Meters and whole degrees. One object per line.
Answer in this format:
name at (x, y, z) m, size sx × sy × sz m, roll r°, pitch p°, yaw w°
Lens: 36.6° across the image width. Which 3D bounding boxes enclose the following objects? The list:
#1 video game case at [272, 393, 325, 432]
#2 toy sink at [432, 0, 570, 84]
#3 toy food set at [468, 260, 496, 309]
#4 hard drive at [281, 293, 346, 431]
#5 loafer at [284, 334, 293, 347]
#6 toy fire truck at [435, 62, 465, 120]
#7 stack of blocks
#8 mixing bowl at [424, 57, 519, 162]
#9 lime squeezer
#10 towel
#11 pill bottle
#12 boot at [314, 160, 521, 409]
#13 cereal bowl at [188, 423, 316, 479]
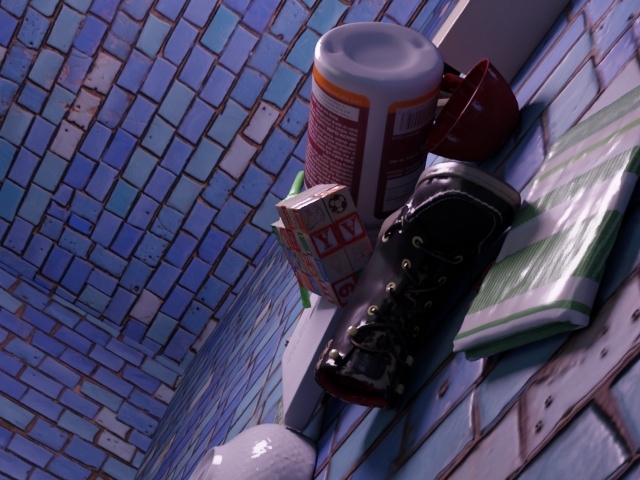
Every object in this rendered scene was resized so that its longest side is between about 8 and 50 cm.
video game case at (-0.040, 0.304, 1.816) m, size 0.193 × 0.023 × 0.212 m, roll -54°, pitch 8°, yaw 26°
toy sink at (0.333, -0.412, 1.784) m, size 0.234 × 0.152 × 0.131 m, roll -56°, pitch 7°, yaw 22°
toy food set at (0.211, 0.055, 1.205) m, size 0.078 × 0.019 × 0.122 m, roll -53°, pitch 9°, yaw 33°
hard drive at (-0.005, 0.175, 1.733) m, size 0.353 × 0.047 × 0.233 m, roll -107°, pitch 42°, yaw -81°
loafer at (-0.052, 0.223, 2.152) m, size 0.039 × 0.045 × 0.125 m, roll -53°, pitch 3°, yaw -15°
toy fire truck at (0.239, -0.273, 1.860) m, size 0.158 × 0.217 × 0.246 m, roll -54°, pitch 50°, yaw 25°
stack of blocks at (0.000, 0.000, 1.620) m, size 0.087 × 0.171 × 0.297 m, roll -26°, pitch 9°, yaw -11°
mixing bowl at (0.261, -0.197, 1.586) m, size 0.181 × 0.098 × 0.181 m, roll -57°, pitch 7°, yaw 11°
lime squeezer at (-0.042, -0.034, 1.837) m, size 0.058 × 0.110 × 0.310 m, roll -23°, pitch 52°, yaw 28°
towel at (0.274, -0.023, 1.066) m, size 0.325 × 0.038 × 0.248 m, roll -60°, pitch 9°, yaw -24°
pill bottle at (0.085, -0.172, 1.747) m, size 0.224 × 0.224 × 0.392 m, roll -67°, pitch -13°, yaw -48°
boot at (0.118, 0.069, 1.288) m, size 0.284 × 0.138 × 0.377 m, roll -63°, pitch 8°, yaw -20°
cereal bowl at (-0.152, 0.439, 1.564) m, size 0.339 × 0.141 × 0.339 m, roll -57°, pitch 8°, yaw 13°
